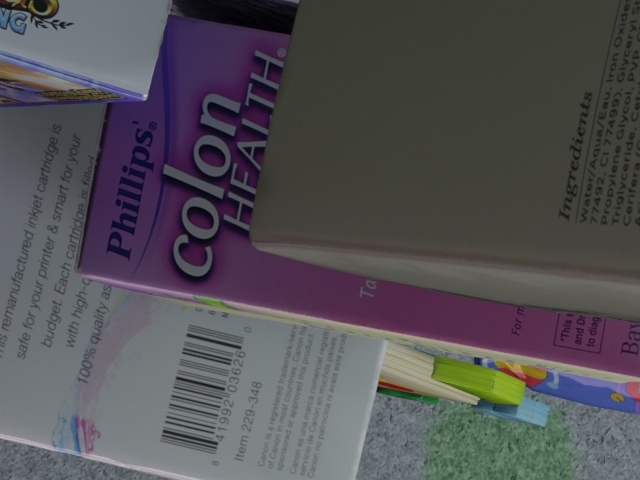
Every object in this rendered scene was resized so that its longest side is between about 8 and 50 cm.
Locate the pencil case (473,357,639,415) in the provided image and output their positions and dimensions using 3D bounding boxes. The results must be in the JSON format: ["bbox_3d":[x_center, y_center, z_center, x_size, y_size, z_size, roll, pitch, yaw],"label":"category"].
[{"bbox_3d":[0.273,0.079,1.304,0.306,0.119,0.133,12,-150,17],"label":"pencil case"}]

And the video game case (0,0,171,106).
[{"bbox_3d":[-0.225,-0.116,0.696,0.244,0.061,0.269,16,175,-29],"label":"video game case"}]

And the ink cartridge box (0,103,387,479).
[{"bbox_3d":[-0.112,0.015,0.970,0.306,0.226,0.131,15,175,-4],"label":"ink cartridge box"}]

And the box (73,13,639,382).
[{"bbox_3d":[0.038,-0.012,0.775,0.243,0.117,0.213,9,176,8],"label":"box"}]

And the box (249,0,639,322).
[{"bbox_3d":[0.082,-0.035,0.465,0.094,0.113,0.275,14,177,-25],"label":"box"}]

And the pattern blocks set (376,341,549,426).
[{"bbox_3d":[0.024,0.086,1.270,0.285,0.026,0.325,9,169,31],"label":"pattern blocks set"}]
